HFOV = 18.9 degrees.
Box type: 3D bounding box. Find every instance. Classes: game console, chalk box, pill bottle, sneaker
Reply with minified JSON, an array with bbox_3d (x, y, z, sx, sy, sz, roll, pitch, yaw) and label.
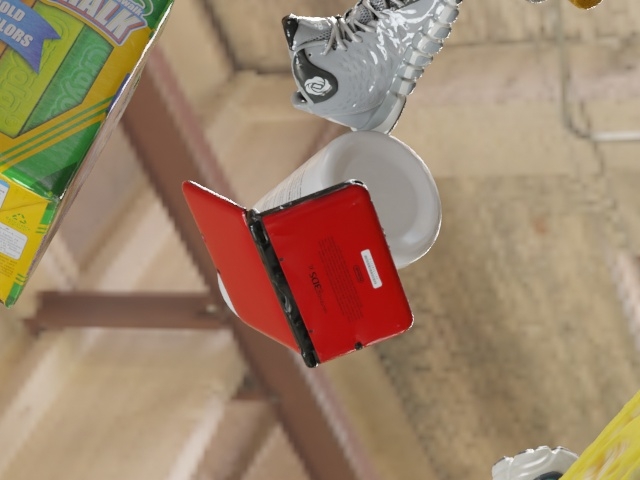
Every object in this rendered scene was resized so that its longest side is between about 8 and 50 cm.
[{"bbox_3d":[-0.015,0.010,1.367,0.085,0.124,0.144,-110,-1,-51],"label":"game console"},{"bbox_3d":[-0.173,-0.098,1.080,0.213,0.132,0.132,-67,6,-35],"label":"chalk box"},{"bbox_3d":[0.000,0.000,1.786,0.131,0.229,0.131,13,-118,-27],"label":"pill bottle"},{"bbox_3d":[0.234,0.283,1.733,0.275,0.107,0.110,35,-135,-42],"label":"sneaker"},{"bbox_3d":[0.037,-0.194,1.699,0.086,0.132,0.228,-103,32,-54],"label":"sneaker"}]

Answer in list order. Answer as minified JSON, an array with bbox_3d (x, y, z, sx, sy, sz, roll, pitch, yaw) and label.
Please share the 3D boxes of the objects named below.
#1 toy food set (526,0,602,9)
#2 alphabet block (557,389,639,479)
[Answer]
[{"bbox_3d":[0.158,-0.284,1.468,0.111,0.104,0.232,-29,-42,-16],"label":"toy food set"},{"bbox_3d":[0.269,0.218,1.337,0.193,0.197,0.192,-48,-1,-3],"label":"alphabet block"}]
